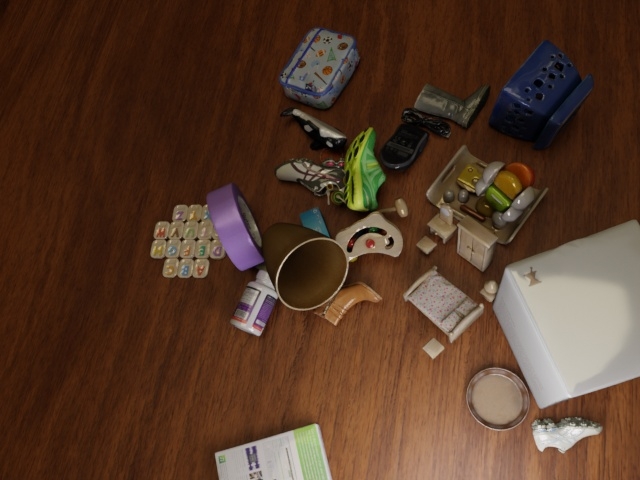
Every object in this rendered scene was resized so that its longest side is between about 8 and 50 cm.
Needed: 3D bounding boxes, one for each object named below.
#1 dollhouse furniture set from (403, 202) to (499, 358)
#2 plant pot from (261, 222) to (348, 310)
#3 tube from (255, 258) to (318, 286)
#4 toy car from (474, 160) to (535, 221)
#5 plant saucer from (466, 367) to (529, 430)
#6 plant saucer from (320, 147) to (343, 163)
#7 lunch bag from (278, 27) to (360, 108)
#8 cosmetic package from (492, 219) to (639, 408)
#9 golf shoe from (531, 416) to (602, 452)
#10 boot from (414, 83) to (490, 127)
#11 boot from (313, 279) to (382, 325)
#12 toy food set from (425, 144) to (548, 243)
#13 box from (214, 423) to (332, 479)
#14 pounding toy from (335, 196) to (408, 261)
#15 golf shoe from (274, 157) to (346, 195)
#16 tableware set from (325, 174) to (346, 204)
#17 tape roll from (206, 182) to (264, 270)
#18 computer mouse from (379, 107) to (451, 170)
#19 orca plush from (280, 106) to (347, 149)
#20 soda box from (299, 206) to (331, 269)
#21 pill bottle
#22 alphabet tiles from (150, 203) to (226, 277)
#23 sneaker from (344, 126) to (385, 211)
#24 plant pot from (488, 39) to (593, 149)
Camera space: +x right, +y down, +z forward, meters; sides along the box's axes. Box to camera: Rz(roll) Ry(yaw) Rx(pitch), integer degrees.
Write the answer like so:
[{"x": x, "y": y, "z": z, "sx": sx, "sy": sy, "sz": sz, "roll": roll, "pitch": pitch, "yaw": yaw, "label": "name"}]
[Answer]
[{"x": 0.339, "y": 0.102, "z": 1.571, "sx": 0.355, "sy": 0.174, "sz": 0.303, "roll": -41, "pitch": 61, "yaw": -12, "label": "dollhouse furniture set"}, {"x": -0.081, "y": 0.048, "z": 1.649, "sx": 0.237, "sy": 0.237, "sz": 0.254, "roll": -43, "pitch": 39, "yaw": -6, "label": "plant pot"}, {"x": -0.098, "y": 0.104, "z": 1.768, "sx": 0.240, "sy": 0.070, "sz": 0.062, "roll": 28, "pitch": 120, "yaw": 25, "label": "tube"}, {"x": 0.551, "y": -0.158, "z": 1.561, "sx": 0.136, "sy": 0.182, "sz": 0.159, "roll": -38, "pitch": 73, "yaw": -16, "label": "toy car"}, {"x": 0.496, "y": 0.445, "z": 1.512, "sx": 0.168, "sy": 0.029, "sz": 0.169, "roll": -5, "pitch": 67, "yaw": 11, "label": "plant saucer"}, {"x": 0.040, "y": -0.300, "z": 1.915, "sx": 0.083, "sy": 0.013, "sz": 0.084, "roll": -5, "pitch": 67, "yaw": 11, "label": "plant saucer"}, {"x": -0.011, "y": -0.644, "z": 2.010, "sx": 0.243, "sy": 0.115, "sz": 0.303, "roll": 26, "pitch": 76, "yaw": 23, "label": "lunch bag"}, {"x": 0.667, "y": 0.208, "z": 1.367, "sx": 0.329, "sy": 0.394, "sz": 0.328, "roll": -21, "pitch": 66, "yaw": 5, "label": "cosmetic package"}, {"x": 0.659, "y": 0.521, "z": 1.437, "sx": 0.176, "sy": 0.069, "sz": 0.086, "roll": -6, "pitch": 88, "yaw": 13, "label": "golf shoe"}, {"x": 0.459, "y": -0.497, "z": 1.875, "sx": 0.208, "sy": 0.076, "sz": 0.190, "roll": 31, "pitch": 76, "yaw": 28, "label": "boot"}, {"x": 0.083, "y": 0.198, "z": 1.681, "sx": 0.197, "sy": 0.073, "sz": 0.152, "roll": 20, "pitch": 73, "yaw": 32, "label": "boot"}, {"x": 0.523, "y": -0.152, "z": 1.705, "sx": 0.306, "sy": 0.092, "sz": 0.220, "roll": 35, "pitch": 80, "yaw": 22, "label": "toy food set"}, {"x": -0.129, "y": 0.686, "z": 1.545, "sx": 0.321, "sy": 0.058, "sz": 0.233, "roll": -18, "pitch": 66, "yaw": 7, "label": "box"}, {"x": 0.181, "y": -0.012, "z": 1.741, "sx": 0.269, "sy": 0.155, "sz": 0.154, "roll": -29, "pitch": 94, "yaw": 11, "label": "pounding toy"}, {"x": -0.032, "y": -0.217, "z": 1.853, "sx": 0.272, "sy": 0.105, "sz": 0.120, "roll": 0, "pitch": 76, "yaw": 13, "label": "golf shoe"}, {"x": 0.092, "y": -0.172, "z": 1.798, "sx": 0.154, "sy": 0.024, "sz": 0.104, "roll": -3, "pitch": 87, "yaw": -18, "label": "tableware set"}, {"x": -0.266, "y": -0.044, "z": 1.740, "sx": 0.090, "sy": 0.275, "sz": 0.275, "roll": -24, "pitch": 66, "yaw": 3, "label": "tape roll"}, {"x": 0.304, "y": -0.325, "z": 1.841, "sx": 0.188, "sy": 0.072, "sz": 0.272, "roll": 30, "pitch": 66, "yaw": 23, "label": "computer mouse"}, {"x": -0.032, "y": -0.378, "z": 1.917, "sx": 0.287, "sy": 0.151, "sz": 0.102, "roll": 31, "pitch": 110, "yaw": 19, "label": "orca plush"}, {"x": 0.000, "y": 0.000, "z": 1.777, "sx": 0.071, "sy": 0.067, "sz": 0.210, "roll": -22, "pitch": 66, "yaw": 4, "label": "soda box"}, {"x": -0.202, "y": 0.198, "z": 1.722, "sx": 0.108, "sy": 0.108, "sz": 0.194, "roll": 19, "pitch": 74, "yaw": 19, "label": "pill bottle"}, {"x": -0.463, "y": -0.002, "z": 1.908, "sx": 0.283, "sy": 0.021, "sz": 0.278, "roll": 0, "pitch": 69, "yaw": 12, "label": "alphabet tiles"}, {"x": 0.149, "y": -0.229, "z": 1.775, "sx": 0.123, "sy": 0.109, "sz": 0.296, "roll": 16, "pitch": 71, "yaw": -27, "label": "sneaker"}, {"x": 0.704, "y": -0.444, "z": 1.709, "sx": 0.212, "sy": 0.236, "sz": 0.236, "roll": 40, "pitch": 82, "yaw": 16, "label": "plant pot"}]
